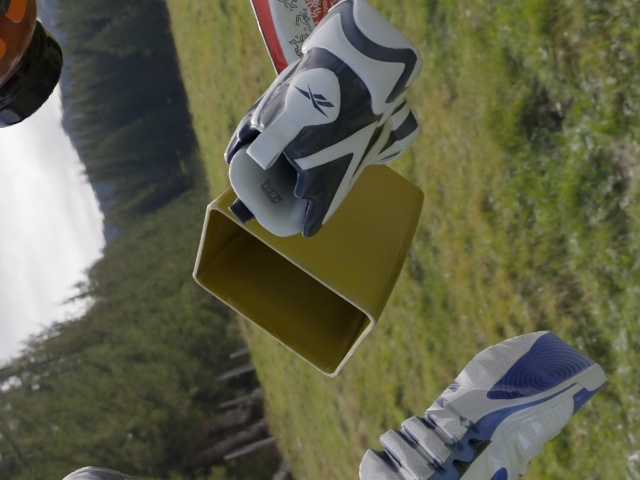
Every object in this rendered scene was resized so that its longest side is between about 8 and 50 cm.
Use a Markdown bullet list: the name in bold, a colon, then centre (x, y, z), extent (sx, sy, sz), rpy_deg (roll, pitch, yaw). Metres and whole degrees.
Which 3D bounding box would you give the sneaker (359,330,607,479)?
- **sneaker**: centre (0.213, 0.264, 1.171), extent (0.182, 0.316, 0.127), rpy_deg (60, 173, -32)

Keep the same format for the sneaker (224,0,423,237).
- **sneaker**: centre (-0.005, -0.066, 0.678), extent (0.094, 0.153, 0.235), rpy_deg (44, 175, 2)

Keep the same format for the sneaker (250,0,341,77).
- **sneaker**: centre (0.005, -0.241, 0.916), extent (0.090, 0.145, 0.270), rpy_deg (58, -168, -81)

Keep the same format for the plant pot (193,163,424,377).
- **plant pot**: centre (0.000, 0.000, 1.090), extent (0.212, 0.187, 0.212), rpy_deg (35, 152, 5)

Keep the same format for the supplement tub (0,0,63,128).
- **supplement tub**: centre (-0.223, -0.136, 0.491), extent (0.198, 0.106, 0.106), rpy_deg (45, -162, -55)

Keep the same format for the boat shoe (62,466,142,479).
- **boat shoe**: centre (-0.092, 0.324, 0.809), extent (0.132, 0.356, 0.130), rpy_deg (95, -163, -46)
